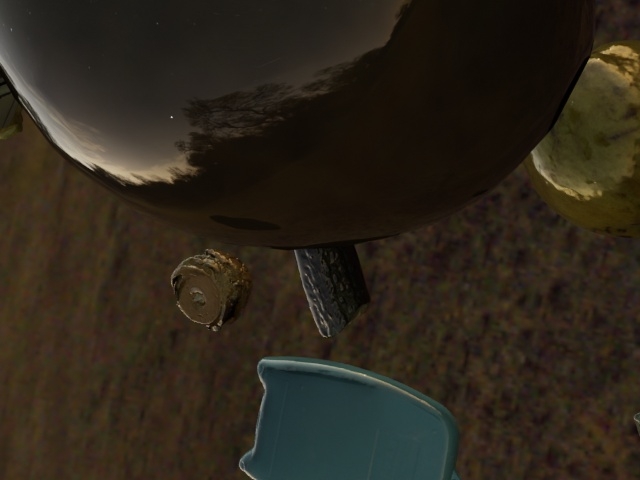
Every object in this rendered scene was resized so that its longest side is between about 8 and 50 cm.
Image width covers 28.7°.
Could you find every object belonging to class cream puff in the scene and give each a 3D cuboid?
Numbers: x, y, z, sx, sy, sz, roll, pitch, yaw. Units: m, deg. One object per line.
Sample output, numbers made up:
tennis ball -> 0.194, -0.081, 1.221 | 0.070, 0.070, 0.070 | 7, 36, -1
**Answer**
cream puff -> -0.158, 0.070, 1.903 | 0.133, 0.104, 0.119 | -33, 86, 36

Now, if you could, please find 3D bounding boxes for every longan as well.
longan -> -0.029, -0.164, 0.802 | 0.336, 0.404, 0.404 | -66, 17, -16

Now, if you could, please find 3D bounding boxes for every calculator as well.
calculator -> 0.047, 0.333, 2.007 | 0.054, 0.386, 0.256 | -7, -70, -67

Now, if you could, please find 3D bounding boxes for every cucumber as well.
cucumber -> 0.001, -0.001, 1.484 | 0.074, 0.074, 0.241 | -147, 38, -68

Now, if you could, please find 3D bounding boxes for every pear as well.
pear -> 0.458, -0.146, 1.883 | 0.304, 0.304, 0.304 | -166, 90, -69

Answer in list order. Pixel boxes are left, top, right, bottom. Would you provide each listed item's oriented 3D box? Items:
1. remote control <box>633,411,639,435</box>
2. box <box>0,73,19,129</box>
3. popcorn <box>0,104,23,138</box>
remote control -> 0.503, 0.358, 1.755 | 0.038, 0.285, 0.123 | -24, 38, 6
box -> -0.484, -0.203, 1.381 | 0.225, 0.225, 0.117 | 58, 148, 6
popcorn -> -0.566, -0.268, 2.082 | 0.217, 0.181, 0.235 | 153, 115, -76
